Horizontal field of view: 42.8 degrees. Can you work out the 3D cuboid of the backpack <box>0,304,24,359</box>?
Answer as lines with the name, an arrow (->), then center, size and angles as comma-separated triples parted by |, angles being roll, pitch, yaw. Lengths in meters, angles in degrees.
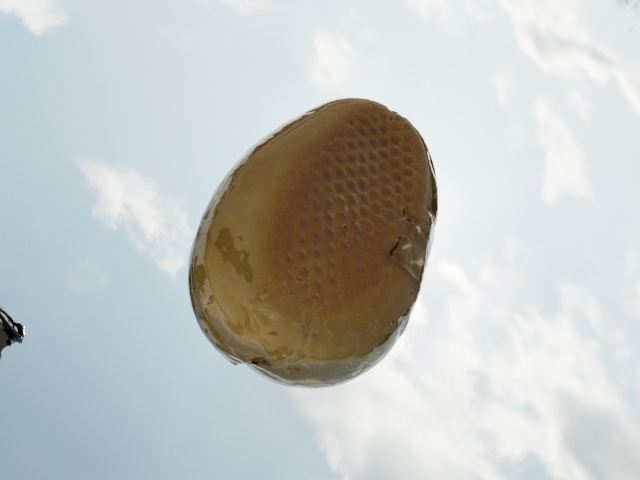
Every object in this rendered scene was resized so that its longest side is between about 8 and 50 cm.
backpack -> -0.412, 0.085, 0.892 | 0.106, 0.165, 0.120 | -54, -54, -23

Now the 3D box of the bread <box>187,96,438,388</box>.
bread -> 0.000, 0.000, 0.414 | 0.114, 0.077, 0.189 | 33, -137, -2
